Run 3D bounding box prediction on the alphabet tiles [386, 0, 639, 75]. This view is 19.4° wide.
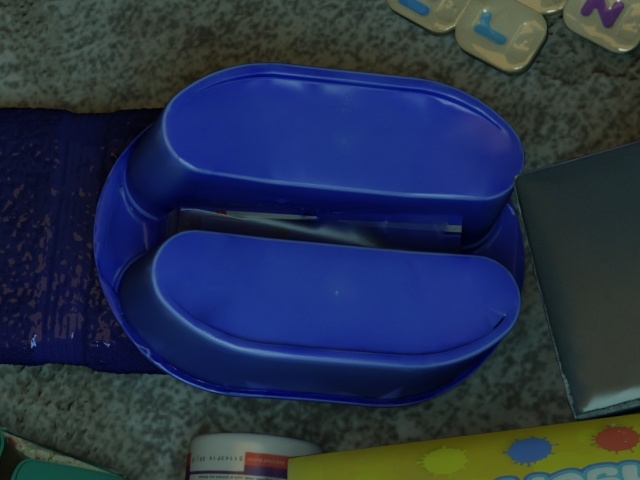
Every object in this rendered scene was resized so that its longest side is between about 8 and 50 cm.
[{"bbox_3d":[0.182,-0.281,1.553,0.278,0.021,0.284,31,85,19],"label":"alphabet tiles"}]

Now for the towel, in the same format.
[{"bbox_3d":[-0.215,0.001,1.558,0.308,0.076,0.227,1,73,13],"label":"towel"}]

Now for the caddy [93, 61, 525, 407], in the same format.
[{"bbox_3d":[0.000,0.000,1.425,0.341,0.179,0.241,6,77,-9],"label":"caddy"}]

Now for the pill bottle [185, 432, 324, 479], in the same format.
[{"bbox_3d":[-0.056,0.249,1.431,0.108,0.108,0.193,1,76,15],"label":"pill bottle"}]

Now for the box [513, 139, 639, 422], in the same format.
[{"bbox_3d":[0.312,0.030,1.296,0.296,0.294,0.182,-16,73,9],"label":"box"}]

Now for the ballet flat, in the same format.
[{"bbox_3d":[-0.254,0.195,1.488,0.241,0.077,0.091,24,44,4],"label":"ballet flat"}]

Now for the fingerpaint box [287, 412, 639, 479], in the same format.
[{"bbox_3d":[0.223,0.296,1.187,0.445,0.371,0.163,-9,31,5],"label":"fingerpaint box"}]
